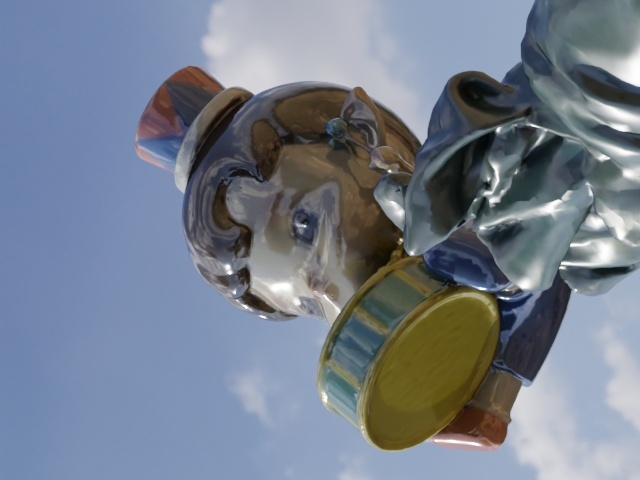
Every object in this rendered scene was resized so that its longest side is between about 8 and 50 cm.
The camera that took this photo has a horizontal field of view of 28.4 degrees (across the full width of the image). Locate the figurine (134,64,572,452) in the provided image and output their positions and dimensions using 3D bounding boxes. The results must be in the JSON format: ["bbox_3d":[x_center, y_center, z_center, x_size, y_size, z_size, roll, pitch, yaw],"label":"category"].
[{"bbox_3d":[0.007,-0.004,0.701,0.158,0.275,0.161,-25,-50,-31],"label":"figurine"}]

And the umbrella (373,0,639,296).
[{"bbox_3d":[0.122,-0.080,0.293,0.143,0.349,0.094,-8,-115,-20],"label":"umbrella"}]
